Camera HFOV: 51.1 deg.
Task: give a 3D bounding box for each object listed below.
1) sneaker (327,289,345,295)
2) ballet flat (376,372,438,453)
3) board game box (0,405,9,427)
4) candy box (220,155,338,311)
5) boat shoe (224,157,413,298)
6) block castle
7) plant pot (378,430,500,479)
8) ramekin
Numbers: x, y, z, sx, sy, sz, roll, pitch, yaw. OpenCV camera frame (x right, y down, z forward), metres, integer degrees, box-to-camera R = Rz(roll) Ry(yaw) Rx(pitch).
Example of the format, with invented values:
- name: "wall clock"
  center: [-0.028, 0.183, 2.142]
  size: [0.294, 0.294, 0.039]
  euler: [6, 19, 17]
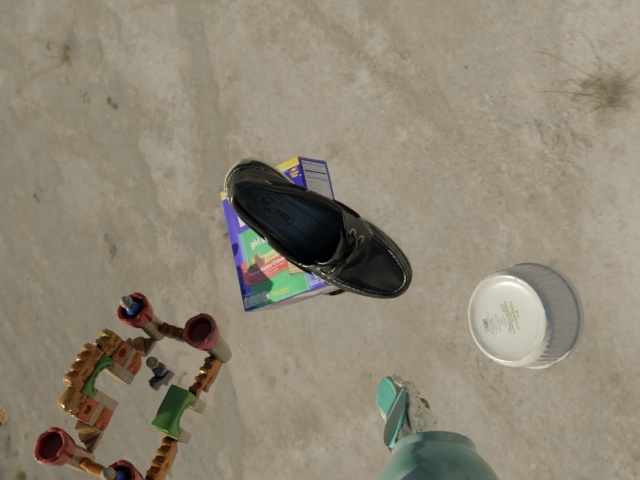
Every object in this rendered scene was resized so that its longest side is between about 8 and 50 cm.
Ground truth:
- name: "sneaker"
  center: [0.084, 0.093, 1.776]
  size: [0.093, 0.225, 0.088]
  euler: [157, 103, -70]
- name: "ballet flat"
  center: [0.228, 0.432, 1.689]
  size: [0.147, 0.409, 0.147]
  euler: [0, 96, 0]
- name: "board game box"
  center: [-0.722, 0.404, 1.343]
  size: [0.045, 0.193, 0.147]
  euler: [31, 148, 6]
- name: "candy box"
  center: [-0.087, -0.011, 1.639]
  size: [0.268, 0.122, 0.317]
  euler: [-22, 74, 34]
- name: "boat shoe"
  center: [0.002, -0.004, 1.016]
  size: [0.340, 0.113, 0.127]
  euler: [38, 101, -12]
- name: "block castle"
  center: [-0.445, 0.362, 1.600]
  size: [0.303, 0.213, 0.453]
  euler: [14, 64, 26]
- name: "plant pot"
  center: [0.240, 0.512, 1.364]
  size: [0.293, 0.293, 0.196]
  euler: [-43, 32, 40]
- name: "ramekin"
  center: [0.382, 0.146, 1.279]
  size: [0.207, 0.109, 0.207]
  euler: [0, 91, 46]
